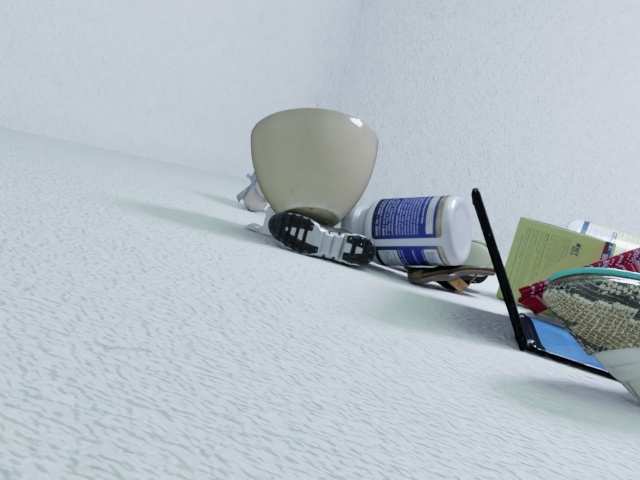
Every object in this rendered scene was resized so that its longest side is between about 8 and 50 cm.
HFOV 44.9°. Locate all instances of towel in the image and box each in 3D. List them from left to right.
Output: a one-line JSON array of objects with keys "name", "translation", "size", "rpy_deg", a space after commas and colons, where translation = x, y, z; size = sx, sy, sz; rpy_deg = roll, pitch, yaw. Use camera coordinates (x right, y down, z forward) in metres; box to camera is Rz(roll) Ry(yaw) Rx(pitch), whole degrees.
[{"name": "towel", "translation": [0.555, 0.088, 1.610], "size": [0.275, 0.031, 0.199], "rpy_deg": [-22, -22, 19]}]

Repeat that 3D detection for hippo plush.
[{"name": "hippo plush", "translation": [-0.098, -0.139, 2.365], "size": [0.236, 0.234, 0.294], "rpy_deg": [32, -41, -15]}]

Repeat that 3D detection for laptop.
[{"name": "laptop", "translation": [0.436, 0.075, 1.350], "size": [0.236, 0.408, 0.382], "rpy_deg": [-18, -2, 12]}]

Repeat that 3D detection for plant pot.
[{"name": "plant pot", "translation": [-0.019, -0.134, 1.691], "size": [0.284, 0.191, 0.284], "rpy_deg": [3, -22, 1]}]

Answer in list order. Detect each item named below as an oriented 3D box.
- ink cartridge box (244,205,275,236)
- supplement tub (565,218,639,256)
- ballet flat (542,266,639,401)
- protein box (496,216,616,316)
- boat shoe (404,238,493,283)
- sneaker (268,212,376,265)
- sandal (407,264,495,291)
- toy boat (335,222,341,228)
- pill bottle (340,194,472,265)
[{"name": "ink cartridge box", "translation": [-0.068, -0.036, 1.825], "size": [0.198, 0.067, 0.115], "rpy_deg": [16, 6, 4]}, {"name": "supplement tub", "translation": [0.750, 0.097, 1.930], "size": [0.324, 0.235, 0.235], "rpy_deg": [18, 6, 20]}, {"name": "ballet flat", "translation": [0.498, 0.142, 1.074], "size": [0.482, 0.182, 0.164], "rpy_deg": [7, -16, -37]}, {"name": "protein box", "translation": [0.550, 0.070, 1.807], "size": [0.201, 0.200, 0.136], "rpy_deg": [19, 7, 31]}, {"name": "boat shoe", "translation": [0.252, 0.031, 1.868], "size": [0.340, 0.127, 0.113], "rpy_deg": [10, -26, 16]}, {"name": "sneaker", "translation": [0.000, 0.000, 1.655], "size": [0.234, 0.078, 0.106], "rpy_deg": [16, -1, -1]}, {"name": "sandal", "translation": [0.285, 0.085, 1.691], "size": [0.219, 0.060, 0.090], "rpy_deg": [-6, 6, -33]}, {"name": "toy boat", "translation": [0.074, -0.071, 2.145], "size": [0.318, 0.148, 0.267], "rpy_deg": [13, 6, -21]}, {"name": "pill bottle", "translation": [0.188, -0.019, 1.714], "size": [0.264, 0.153, 0.153], "rpy_deg": [-1, -3, 29]}]
